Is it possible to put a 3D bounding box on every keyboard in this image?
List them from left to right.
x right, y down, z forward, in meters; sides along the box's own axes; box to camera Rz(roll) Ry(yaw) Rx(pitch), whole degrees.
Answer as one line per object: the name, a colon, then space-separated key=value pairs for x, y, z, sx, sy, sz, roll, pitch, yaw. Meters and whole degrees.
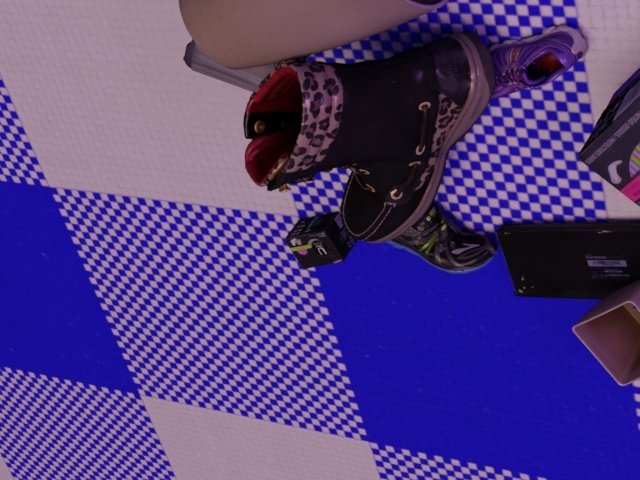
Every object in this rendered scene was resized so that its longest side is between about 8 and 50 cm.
keyboard: x=0.406 y=0.056 z=1.956 sx=0.317 sy=0.033 sz=0.201 roll=1 pitch=124 yaw=35

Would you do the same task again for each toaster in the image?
toaster: x=-0.080 y=-0.297 z=1.876 sx=0.146 sy=0.129 sz=0.227 roll=26 pitch=132 yaw=6

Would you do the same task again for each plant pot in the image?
plant pot: x=-0.029 y=-0.320 z=1.672 sx=0.274 sy=0.256 sz=0.256 roll=-28 pitch=111 yaw=33
plant pot: x=0.421 y=0.110 z=1.896 sx=0.109 sy=0.096 sz=0.109 roll=48 pitch=136 yaw=-8

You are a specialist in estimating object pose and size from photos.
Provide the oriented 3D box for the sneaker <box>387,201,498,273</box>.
sneaker: x=0.161 y=-0.011 z=2.030 sx=0.188 sy=0.067 sz=0.078 roll=22 pitch=145 yaw=20

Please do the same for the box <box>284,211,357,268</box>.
box: x=0.000 y=0.000 z=2.165 sx=0.083 sy=0.052 sz=0.062 roll=-12 pitch=121 yaw=40

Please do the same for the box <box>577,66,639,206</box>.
box: x=0.470 y=-0.097 z=1.674 sx=0.270 sy=0.143 sz=0.165 roll=37 pitch=141 yaw=-2

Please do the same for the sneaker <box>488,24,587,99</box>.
sneaker: x=0.249 y=-0.214 z=1.770 sx=0.170 sy=0.071 sz=0.068 roll=-23 pitch=113 yaw=47

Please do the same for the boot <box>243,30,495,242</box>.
boot: x=0.032 y=-0.116 z=1.837 sx=0.138 sy=0.284 sz=0.377 roll=65 pitch=145 yaw=24
